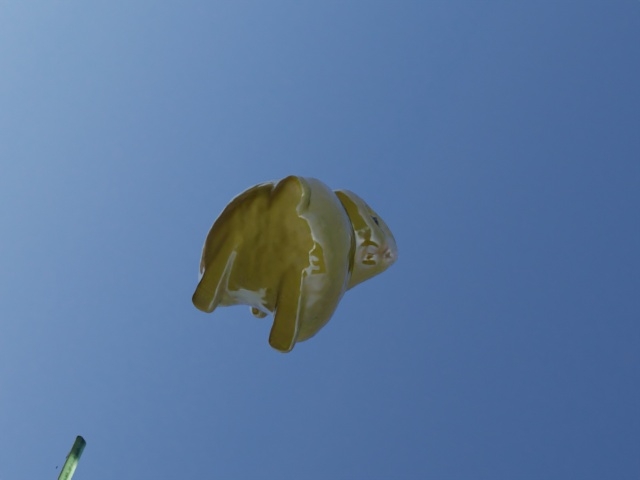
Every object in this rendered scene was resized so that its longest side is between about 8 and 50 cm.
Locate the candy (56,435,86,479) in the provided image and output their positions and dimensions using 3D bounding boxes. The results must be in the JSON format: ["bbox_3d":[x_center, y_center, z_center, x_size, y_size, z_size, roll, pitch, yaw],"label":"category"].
[{"bbox_3d":[-0.141,0.153,0.774,0.049,0.055,0.185,-30,-159,24],"label":"candy"}]

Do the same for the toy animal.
[{"bbox_3d":[0.003,-0.002,0.804,0.070,0.159,0.083,27,-73,18],"label":"toy animal"}]
